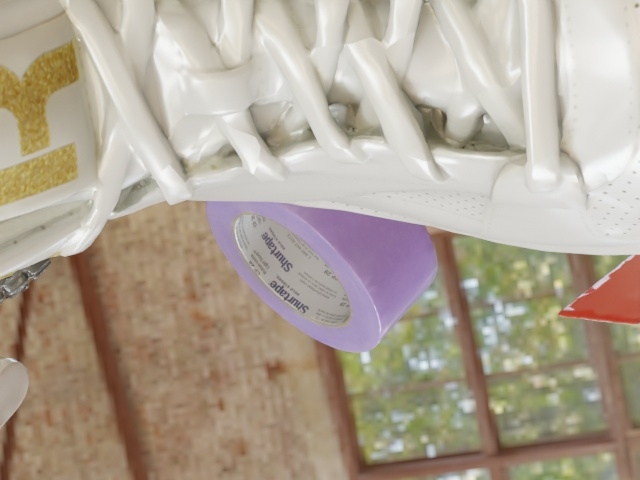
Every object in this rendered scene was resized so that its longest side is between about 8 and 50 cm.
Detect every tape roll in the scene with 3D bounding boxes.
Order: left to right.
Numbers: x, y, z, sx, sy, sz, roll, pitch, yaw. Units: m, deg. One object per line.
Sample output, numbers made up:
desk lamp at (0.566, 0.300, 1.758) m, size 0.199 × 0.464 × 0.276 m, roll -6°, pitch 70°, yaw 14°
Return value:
tape roll at (0.000, 0.000, 1.396) m, size 0.080 × 0.189 × 0.189 m, roll -46°, pitch -49°, yaw -23°

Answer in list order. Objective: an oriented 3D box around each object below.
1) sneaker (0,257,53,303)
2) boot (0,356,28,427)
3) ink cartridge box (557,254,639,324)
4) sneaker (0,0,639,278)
sneaker at (-0.276, 0.010, 1.204) m, size 0.130 × 0.109 × 0.286 m, roll 47°, pitch -108°, yaw -5°
boot at (-0.364, 0.178, 1.594) m, size 0.190 × 0.086 × 0.069 m, roll -50°, pitch -43°, yaw -46°
ink cartridge box at (0.243, -0.021, 0.865) m, size 0.189 × 0.232 × 0.066 m, roll -35°, pitch -69°, yaw -21°
sneaker at (-0.015, -0.028, 0.358) m, size 0.169 × 0.292 × 0.108 m, roll -32°, pitch -61°, yaw -51°
